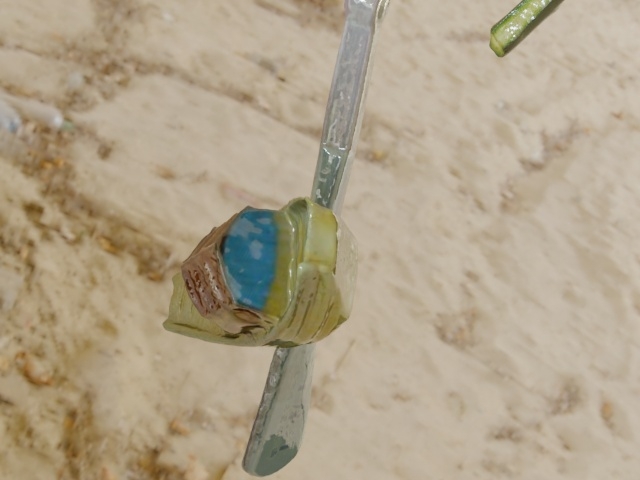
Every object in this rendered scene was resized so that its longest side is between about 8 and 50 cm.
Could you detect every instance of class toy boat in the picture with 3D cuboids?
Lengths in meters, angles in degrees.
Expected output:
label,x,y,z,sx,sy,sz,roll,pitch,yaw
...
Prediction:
label,x,y,z,sx,sy,sz,roll,pitch,yaw
toy boat,-0.032,0.018,0.570,0.066,0.172,0.065,14,73,-21

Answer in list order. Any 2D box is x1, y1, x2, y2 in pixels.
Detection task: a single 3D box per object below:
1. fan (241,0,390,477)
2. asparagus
label,x,y,z,sx,sy,sz,roll,pitch,yaw
fan,0.000,0.000,0.657,0.023,0.282,0.057,22,18,28
asparagus,0.159,-0.172,0.869,0.025,0.108,0.021,56,30,14
